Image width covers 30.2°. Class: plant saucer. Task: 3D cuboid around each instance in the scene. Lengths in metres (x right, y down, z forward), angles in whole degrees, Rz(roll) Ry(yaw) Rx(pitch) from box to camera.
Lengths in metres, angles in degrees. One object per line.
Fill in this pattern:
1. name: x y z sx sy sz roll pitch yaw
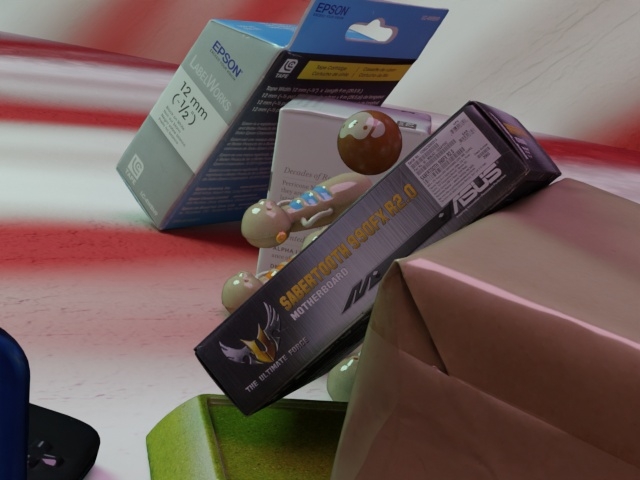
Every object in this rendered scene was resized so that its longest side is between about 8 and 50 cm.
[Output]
1. plant saucer: -0.008 0.143 0.733 0.188 0.045 0.188 5 14 -13

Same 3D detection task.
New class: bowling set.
1. bowling set: 0.000 0.000 0.992 0.154 0.200 0.287 -22 22 -28

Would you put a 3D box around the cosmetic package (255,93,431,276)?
1. cosmetic package: 0.027 -0.046 1.235 0.151 0.184 0.151 9 13 4

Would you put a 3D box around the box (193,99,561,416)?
1. box: 0.045 0.009 0.774 0.056 0.231 0.183 51 15 8

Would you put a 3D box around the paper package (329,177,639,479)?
1. paper package: 0.201 0.106 0.650 0.309 0.168 0.325 25 19 19

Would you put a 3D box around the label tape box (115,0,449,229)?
1. label tape box: -0.045 -0.173 1.377 0.249 0.348 0.115 -8 53 -51

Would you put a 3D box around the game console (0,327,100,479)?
1. game console: -0.266 0.046 0.628 0.293 0.173 0.250 19 14 2
